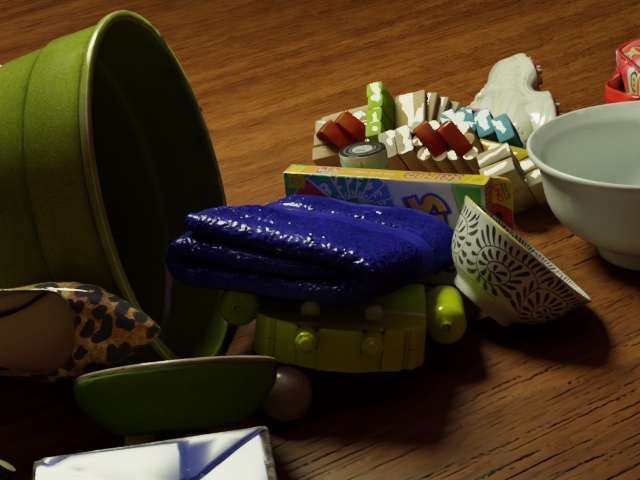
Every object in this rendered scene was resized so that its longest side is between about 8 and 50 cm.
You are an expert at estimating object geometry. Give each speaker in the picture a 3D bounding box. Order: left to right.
[{"bbox_3d":[0.058,-0.041,1.957,0.055,0.136,0.055,-9,21,3],"label":"speaker"}]

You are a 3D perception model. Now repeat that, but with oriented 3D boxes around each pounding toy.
[{"bbox_3d":[-0.115,0.171,1.554,0.183,0.110,0.237,-9,-10,19],"label":"pounding toy"}]

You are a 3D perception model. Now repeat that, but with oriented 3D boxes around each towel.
[{"bbox_3d":[0.000,0.000,1.751,0.227,0.076,0.308,5,9,18],"label":"towel"}]

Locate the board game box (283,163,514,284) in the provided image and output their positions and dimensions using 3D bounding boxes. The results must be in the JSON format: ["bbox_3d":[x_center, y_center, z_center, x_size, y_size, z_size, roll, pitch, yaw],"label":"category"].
[{"bbox_3d":[0.087,-0.016,1.903,0.259,0.124,0.039,3,24,20],"label":"board game box"}]

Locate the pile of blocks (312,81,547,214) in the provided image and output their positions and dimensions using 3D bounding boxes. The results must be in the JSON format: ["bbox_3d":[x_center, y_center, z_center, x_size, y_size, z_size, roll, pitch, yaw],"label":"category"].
[{"bbox_3d":[0.136,-0.135,2.117,0.362,0.112,0.149,11,66,34],"label":"pile of blocks"}]

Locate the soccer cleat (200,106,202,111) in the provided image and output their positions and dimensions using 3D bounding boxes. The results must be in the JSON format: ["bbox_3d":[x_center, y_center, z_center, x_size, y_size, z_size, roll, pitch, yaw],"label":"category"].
[{"bbox_3d":[-0.293,-0.217,2.545,0.116,0.108,0.318,-40,38,-20],"label":"soccer cleat"}]

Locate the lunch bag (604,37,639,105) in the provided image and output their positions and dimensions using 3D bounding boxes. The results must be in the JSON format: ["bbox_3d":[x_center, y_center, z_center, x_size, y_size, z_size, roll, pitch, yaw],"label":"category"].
[{"bbox_3d":[0.505,-0.196,2.264,0.258,0.120,0.293,-7,22,-3],"label":"lunch bag"}]

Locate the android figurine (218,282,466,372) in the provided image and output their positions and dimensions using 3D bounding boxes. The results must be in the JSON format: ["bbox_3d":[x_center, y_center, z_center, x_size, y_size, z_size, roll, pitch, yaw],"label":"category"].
[{"bbox_3d":[0.022,0.074,1.723,0.248,0.056,0.273,5,12,3],"label":"android figurine"}]

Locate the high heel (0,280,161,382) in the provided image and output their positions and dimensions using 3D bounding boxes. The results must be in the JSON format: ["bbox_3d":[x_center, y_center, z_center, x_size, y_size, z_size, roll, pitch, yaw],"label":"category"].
[{"bbox_3d":[-0.287,0.083,1.498,0.261,0.093,0.186,0,1,24],"label":"high heel"}]

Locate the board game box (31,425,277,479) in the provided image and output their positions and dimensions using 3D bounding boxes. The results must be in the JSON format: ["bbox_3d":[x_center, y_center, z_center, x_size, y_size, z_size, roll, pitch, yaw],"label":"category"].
[{"bbox_3d":[-0.072,0.290,0.956,0.141,0.291,0.232,-8,21,-4],"label":"board game box"}]

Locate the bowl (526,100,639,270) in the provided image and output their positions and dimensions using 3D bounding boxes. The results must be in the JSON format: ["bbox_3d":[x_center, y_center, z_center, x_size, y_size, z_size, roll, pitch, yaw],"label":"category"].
[{"bbox_3d":[0.380,-0.052,1.917,0.298,0.134,0.298,-5,21,2],"label":"bowl"}]

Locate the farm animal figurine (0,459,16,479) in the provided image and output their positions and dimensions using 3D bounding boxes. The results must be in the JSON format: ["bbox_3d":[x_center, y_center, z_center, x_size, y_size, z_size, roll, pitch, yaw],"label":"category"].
[{"bbox_3d":[-0.450,0.193,1.428,0.327,0.172,0.330,17,8,-46],"label":"farm animal figurine"}]

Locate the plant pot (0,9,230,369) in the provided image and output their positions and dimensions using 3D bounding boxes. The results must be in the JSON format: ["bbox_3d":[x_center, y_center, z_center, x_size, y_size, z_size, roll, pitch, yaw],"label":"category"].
[{"bbox_3d":[-0.317,-0.013,1.753,0.353,0.366,0.366,-12,20,14],"label":"plant pot"}]

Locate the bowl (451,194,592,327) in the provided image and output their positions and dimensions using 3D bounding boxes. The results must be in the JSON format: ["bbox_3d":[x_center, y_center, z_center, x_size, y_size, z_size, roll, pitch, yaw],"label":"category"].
[{"bbox_3d":[0.190,0.036,1.774,0.080,0.170,0.170,-49,24,7],"label":"bowl"}]

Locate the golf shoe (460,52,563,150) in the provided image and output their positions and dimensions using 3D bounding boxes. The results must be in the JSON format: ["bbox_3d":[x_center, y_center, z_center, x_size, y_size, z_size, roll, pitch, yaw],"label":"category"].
[{"bbox_3d":[0.235,-0.171,2.278,0.140,0.115,0.306,-9,21,0],"label":"golf shoe"}]
